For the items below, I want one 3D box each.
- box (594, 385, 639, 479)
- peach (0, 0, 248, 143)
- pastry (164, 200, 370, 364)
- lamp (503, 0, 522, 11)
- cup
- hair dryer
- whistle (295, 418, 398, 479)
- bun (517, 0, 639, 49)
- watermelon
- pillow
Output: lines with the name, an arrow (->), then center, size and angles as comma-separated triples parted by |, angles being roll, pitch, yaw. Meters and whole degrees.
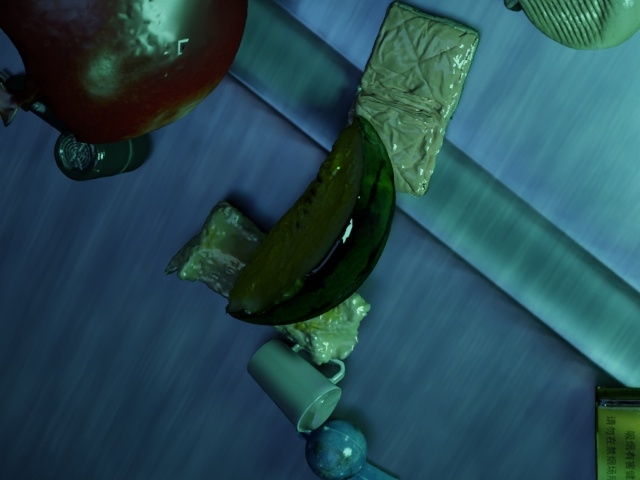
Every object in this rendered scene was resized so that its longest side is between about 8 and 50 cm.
box -> 0.465, 0.262, 1.964 | 0.240, 0.071, 0.159 | -1, 104, 11
peach -> -0.243, -0.322, 1.783 | 0.310, 0.335, 0.405 | -19, 96, 17
pastry -> -0.058, 0.054, 1.994 | 0.258, 0.089, 0.121 | 30, 107, 0
lamp -> 0.185, -0.327, 1.837 | 0.163, 0.091, 0.091 | 36, 111, -19
cup -> -0.024, 0.177, 2.027 | 0.104, 0.074, 0.116 | -38, 65, -18
hair dryer -> -0.332, -0.155, 1.981 | 0.219, 0.124, 0.071 | 36, 109, 16
whistle -> 0.037, 0.284, 2.049 | 0.158, 0.090, 0.090 | 29, 110, 2
bun -> 0.308, -0.312, 1.792 | 0.167, 0.113, 0.173 | 16, 131, 36
watermelon -> 0.000, 0.000, 1.911 | 0.129, 0.123, 0.301 | 42, 100, 29
pillow -> 0.103, -0.169, 1.918 | 0.126, 0.043, 0.232 | 22, 113, 9
